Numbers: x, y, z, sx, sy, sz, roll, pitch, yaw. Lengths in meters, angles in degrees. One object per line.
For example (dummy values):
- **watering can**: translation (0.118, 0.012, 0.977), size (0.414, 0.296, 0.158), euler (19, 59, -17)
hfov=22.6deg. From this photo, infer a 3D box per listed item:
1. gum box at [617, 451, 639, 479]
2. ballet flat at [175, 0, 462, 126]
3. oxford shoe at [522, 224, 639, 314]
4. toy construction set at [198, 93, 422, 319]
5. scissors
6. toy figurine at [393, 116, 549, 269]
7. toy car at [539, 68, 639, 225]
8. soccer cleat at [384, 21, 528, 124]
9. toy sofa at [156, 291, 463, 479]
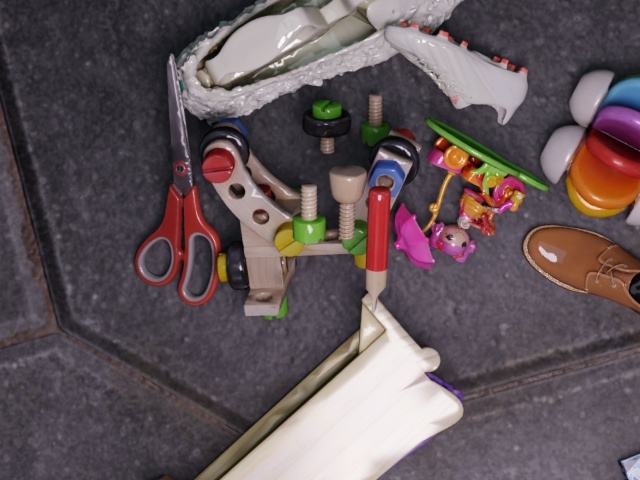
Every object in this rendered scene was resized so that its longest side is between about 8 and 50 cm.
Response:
- **gum box**: translation (0.454, 0.313, 1.854), size (0.157, 0.041, 0.184), euler (-22, 82, 2)
- **ballet flat**: translation (0.007, -0.260, 1.905), size (0.409, 0.147, 0.147), euler (-30, 83, 0)
- **oxford shoe**: translation (0.339, 0.035, 1.877), size (0.212, 0.076, 0.076), euler (23, 88, 8)
- **toy construction set**: translation (0.000, 0.000, 1.808), size (0.257, 0.309, 0.237), euler (-6, 115, -16)
- **scissors**: translation (-0.154, -0.068, 1.899), size (0.109, 0.021, 0.297), euler (15, 108, 13)
- **toy figurine**: translation (0.160, -0.036, 1.897), size (0.173, 0.130, 0.159), euler (27, 100, -18)
- **toy car**: translation (0.353, -0.114, 1.860), size (0.159, 0.136, 0.182), euler (28, 86, 7)
- **soccer cleat**: translation (0.158, -0.199, 1.893), size (0.196, 0.068, 0.076), euler (21, 94, -21)
- **toy sofa**: translation (-0.014, 0.235, 1.843), size (0.362, 0.150, 0.177), euler (-42, 88, -1)
